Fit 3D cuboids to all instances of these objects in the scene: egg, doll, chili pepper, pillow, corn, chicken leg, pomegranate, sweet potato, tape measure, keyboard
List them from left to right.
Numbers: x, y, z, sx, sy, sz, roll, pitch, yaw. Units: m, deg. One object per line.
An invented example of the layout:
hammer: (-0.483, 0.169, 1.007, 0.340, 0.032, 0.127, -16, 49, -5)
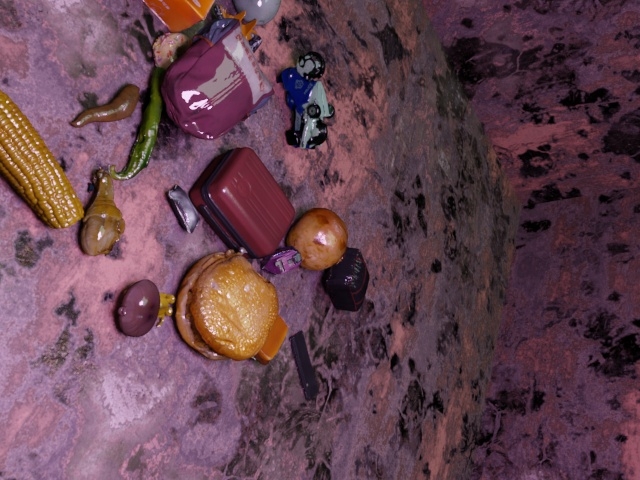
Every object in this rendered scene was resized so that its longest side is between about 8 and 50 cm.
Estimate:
corn: (-0.649, -0.179, 1.348, 0.363, 0.120, 0.120, 61, 41, -29)
chicken leg: (-0.531, -0.067, 1.512, 0.103, 0.088, 0.228, 17, 62, -39)
sweet potato: (-0.532, -0.339, 1.587, 0.069, 0.059, 0.249, 47, 48, -9)
doll: (-0.447, 0.179, 1.564, 0.145, 0.096, 0.188, -66, 159, -17)
chili pepper: (-0.469, -0.310, 1.656, 0.085, 0.076, 0.359, 69, 30, -58)
pillow: (-0.382, -0.089, 1.727, 0.091, 0.055, 0.136, -44, 119, -50)
egg: (-0.209, -0.818, 2.021, 0.168, 0.167, 0.231, 15, 68, -51)
tape measure: (-0.126, 0.068, 1.980, 0.125, 0.118, 0.074, -23, 103, -35)
keyboard: (-0.055, 0.422, 2.074, 0.072, 0.023, 0.231, -26, 104, -59)
pomegranate: (0.000, 0.000, 2.078, 0.215, 0.215, 0.216, 16, 70, -50)

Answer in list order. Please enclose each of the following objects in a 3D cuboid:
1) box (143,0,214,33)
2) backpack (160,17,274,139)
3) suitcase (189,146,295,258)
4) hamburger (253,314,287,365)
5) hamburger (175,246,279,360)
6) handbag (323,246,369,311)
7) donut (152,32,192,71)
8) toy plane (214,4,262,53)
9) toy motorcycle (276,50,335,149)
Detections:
box: (-0.401, -0.803, 1.788, 0.225, 0.143, 0.342, 45, 48, -38)
backpack: (-0.304, -0.431, 1.735, 0.317, 0.197, 0.283, -50, 127, -26)
suitcase: (-0.228, -0.107, 1.845, 0.297, 0.161, 0.236, 56, 43, -30)
hamburger: (-0.172, 0.298, 1.891, 0.137, 0.087, 0.166, 58, 44, -28)
hamburger: (-0.260, 0.179, 1.728, 0.290, 0.170, 0.314, 51, 47, -30)
handbag: (0.096, 0.134, 2.208, 0.215, 0.155, 0.170, 72, 33, -56)
donut: (-0.415, -0.550, 1.776, 0.166, 0.065, 0.108, -40, 114, -49)
toy plane: (-0.279, -0.567, 1.943, 0.204, 0.102, 0.317, 24, 70, -46)
toy motorcycle: (-0.059, -0.485, 2.153, 0.125, 0.196, 0.332, -18, 109, -52)
